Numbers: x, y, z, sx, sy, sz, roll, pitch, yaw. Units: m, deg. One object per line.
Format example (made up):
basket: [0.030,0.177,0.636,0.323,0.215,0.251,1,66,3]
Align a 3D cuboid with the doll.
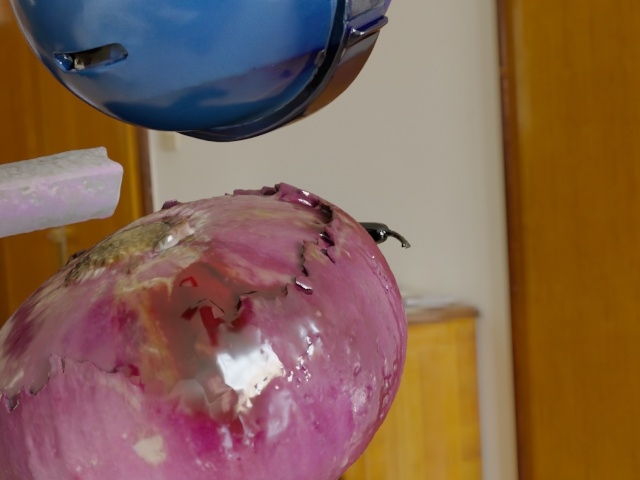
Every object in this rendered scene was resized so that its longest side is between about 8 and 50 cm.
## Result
doll: [-0.076,-0.209,0.790,0.284,0.310,0.240,-3,21,45]

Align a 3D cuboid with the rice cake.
rice cake: [-0.332,-0.035,1.352,0.365,0.073,0.056,-12,39,-46]

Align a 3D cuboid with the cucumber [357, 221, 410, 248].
cucumber: [0.000,0.000,1.262,0.163,0.043,0.039,-11,-11,22]

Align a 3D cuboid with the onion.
onion: [-0.091,0.116,1.129,0.358,0.358,0.345,2,-36,39]
